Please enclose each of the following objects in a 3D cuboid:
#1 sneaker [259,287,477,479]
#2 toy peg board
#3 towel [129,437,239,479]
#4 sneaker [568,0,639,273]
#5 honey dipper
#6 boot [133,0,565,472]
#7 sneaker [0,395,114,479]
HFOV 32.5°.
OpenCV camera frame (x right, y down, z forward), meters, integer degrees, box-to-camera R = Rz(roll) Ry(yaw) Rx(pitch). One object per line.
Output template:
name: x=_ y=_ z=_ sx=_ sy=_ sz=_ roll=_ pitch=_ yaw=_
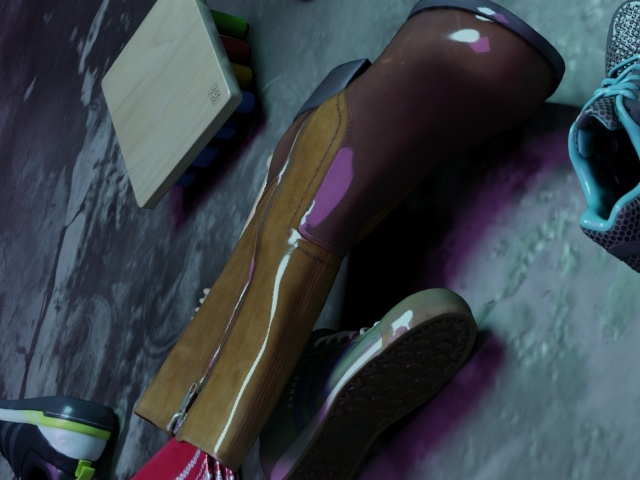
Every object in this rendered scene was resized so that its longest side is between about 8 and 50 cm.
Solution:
sneaker: x=0.015 y=0.080 z=0.675 sx=0.192 sy=0.064 sz=0.086 roll=-54 pitch=38 yaw=29
toy peg board: x=-0.118 y=-0.136 z=1.032 sx=0.161 sy=0.079 sz=0.160 roll=-46 pitch=53 yaw=35
towel: x=-0.116 y=0.280 z=0.797 sx=0.199 sy=0.031 sz=0.274 roll=-46 pitch=37 yaw=35
sneaker: x=0.154 y=-0.058 z=0.527 sx=0.065 sy=0.076 sz=0.166 roll=-32 pitch=46 yaw=45
honey dipper: x=-0.061 y=0.005 z=0.885 sx=0.030 sy=0.030 sz=0.160 roll=21 pitch=86 yaw=60
boot: x=0.000 y=0.000 z=0.642 sx=0.264 sy=0.096 sz=0.280 roll=-2 pitch=53 yaw=59
sneaker: x=-0.277 y=0.205 z=1.047 sx=0.235 sy=0.084 sz=0.097 roll=-19 pitch=58 yaw=53
